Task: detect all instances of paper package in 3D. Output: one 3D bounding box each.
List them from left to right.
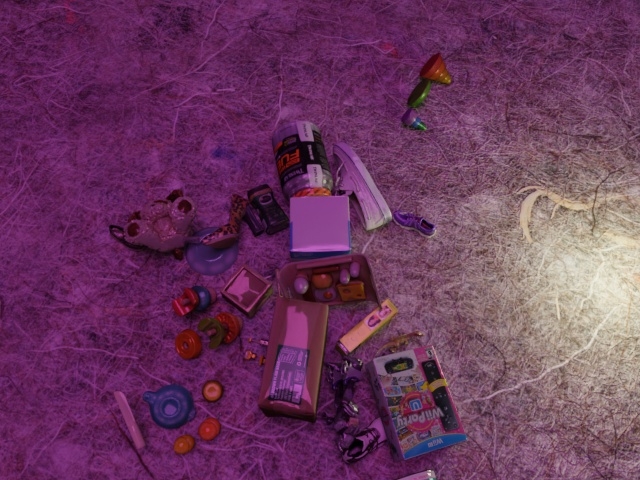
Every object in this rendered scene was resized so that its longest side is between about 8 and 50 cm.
[{"bbox_3d":[-0.075,0.368,1.628,0.168,0.310,0.325,8,67,4],"label":"paper package"}]

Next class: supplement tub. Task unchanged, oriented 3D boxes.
[{"bbox_3d":[-0.064,-0.269,1.986,0.193,0.194,0.316,-12,66,-6],"label":"supplement tub"}]

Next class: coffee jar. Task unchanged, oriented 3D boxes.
[{"bbox_3d":[-0.196,-0.120,1.977,0.096,0.079,0.185,-23,68,-18],"label":"coffee jar"}]

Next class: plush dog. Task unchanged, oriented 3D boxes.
[{"bbox_3d":[-0.563,-0.065,1.914,0.262,0.211,0.225,-28,49,-10],"label":"plush dog"}]

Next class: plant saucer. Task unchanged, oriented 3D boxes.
[{"bbox_3d":[-0.395,0.030,1.931,0.194,0.037,0.195,0,65,0],"label":"plant saucer"}]

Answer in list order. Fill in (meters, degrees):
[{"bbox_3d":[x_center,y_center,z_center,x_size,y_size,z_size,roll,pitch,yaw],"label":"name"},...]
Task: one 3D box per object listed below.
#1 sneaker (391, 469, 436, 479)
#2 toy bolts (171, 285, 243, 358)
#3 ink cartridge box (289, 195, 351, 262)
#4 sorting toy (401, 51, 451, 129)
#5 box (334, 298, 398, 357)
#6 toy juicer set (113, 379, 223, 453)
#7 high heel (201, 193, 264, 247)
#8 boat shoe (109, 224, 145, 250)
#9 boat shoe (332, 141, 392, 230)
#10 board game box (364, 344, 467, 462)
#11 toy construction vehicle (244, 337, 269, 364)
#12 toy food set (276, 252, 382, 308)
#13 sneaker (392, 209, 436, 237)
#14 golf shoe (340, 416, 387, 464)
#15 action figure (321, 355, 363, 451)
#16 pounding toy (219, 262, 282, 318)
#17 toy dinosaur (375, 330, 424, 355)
[{"bbox_3d":[0.223,0.796,1.542,0.295,0.124,0.179,-15,57,-9],"label":"sneaker"},{"bbox_3d":[-0.388,0.265,1.797,0.218,0.158,0.229,-37,77,27],"label":"toy bolts"},{"bbox_3d":[0.000,0.000,1.820,0.197,0.270,0.198,-2,65,0],"label":"ink cartridge box"},{"bbox_3d":[0.454,-0.601,2.214,0.126,0.127,0.366,32,69,-19],"label":"sorting toy"},{"bbox_3d":[0.153,0.296,1.787,0.232,0.087,0.058,-38,73,-17],"label":"box"},{"bbox_3d":[-0.464,0.556,1.667,0.328,0.089,0.210,-3,78,-11],"label":"toy juicer set"},{"bbox_3d":[-0.348,-0.073,1.914,0.261,0.093,0.186,-19,68,-43],"label":"high heel"},{"bbox_3d":[-0.705,-0.010,1.938,0.152,0.049,0.056,24,67,10],"label":"boat shoe"},{"bbox_3d":[0.108,-0.193,1.998,0.156,0.136,0.367,-28,78,-9],"label":"boat shoe"},{"bbox_3d":[0.292,0.501,1.662,0.223,0.097,0.304,-9,66,-20],"label":"board game box"},{"bbox_3d":[-0.199,0.370,1.781,0.098,0.035,0.086,8,76,6],"label":"toy construction vehicle"},{"bbox_3d":[0.034,0.163,1.732,0.305,0.220,0.093,-8,40,14],"label":"toy food set"},{"bbox_3d":[0.349,-0.074,1.967,0.169,0.071,0.068,23,67,11],"label":"sneaker"},{"bbox_3d":[0.150,0.611,1.638,0.198,0.094,0.077,-38,70,-18],"label":"golf shoe"},{"bbox_3d":[0.068,0.508,1.652,0.099,0.185,0.285,23,47,-23],"label":"action figure"},{"bbox_3d":[-0.203,0.177,1.832,0.206,0.094,0.181,34,70,14],"label":"pounding toy"},{"bbox_3d":[0.248,0.333,1.766,0.183,0.093,0.053,-21,67,-10],"label":"toy dinosaur"}]
